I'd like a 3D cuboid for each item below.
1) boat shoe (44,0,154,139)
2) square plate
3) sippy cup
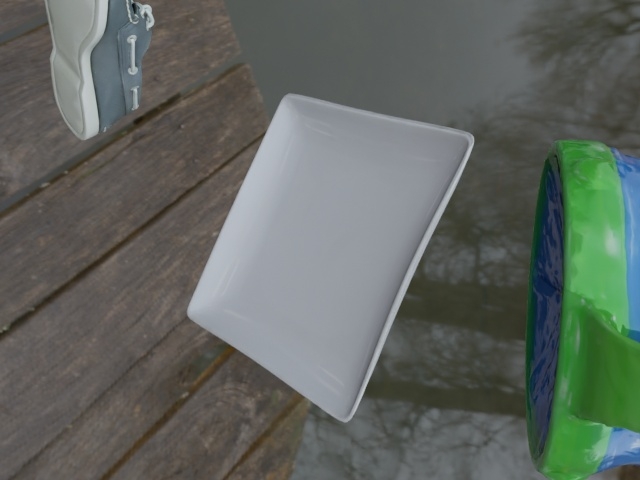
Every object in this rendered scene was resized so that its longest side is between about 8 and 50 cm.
[{"bbox_3d":[-0.250,-0.251,0.847,0.099,0.116,0.319,-29,158,-33],"label":"boat shoe"},{"bbox_3d":[0.000,0.000,0.920,0.049,0.344,0.347,25,89,-45],"label":"square plate"},{"bbox_3d":[0.264,0.052,0.495,0.240,0.224,0.305,81,17,-46],"label":"sippy cup"}]
